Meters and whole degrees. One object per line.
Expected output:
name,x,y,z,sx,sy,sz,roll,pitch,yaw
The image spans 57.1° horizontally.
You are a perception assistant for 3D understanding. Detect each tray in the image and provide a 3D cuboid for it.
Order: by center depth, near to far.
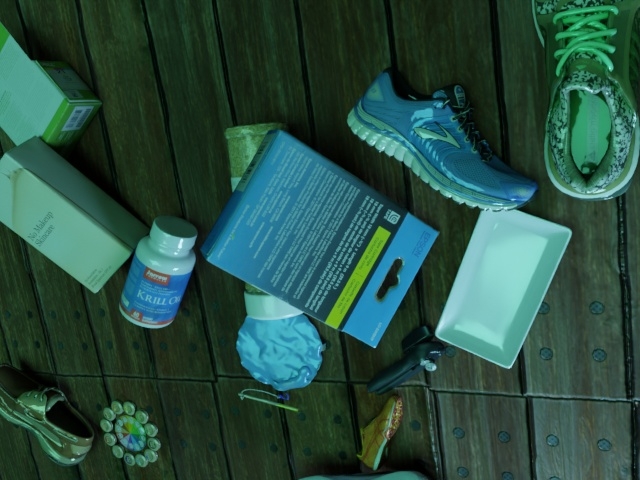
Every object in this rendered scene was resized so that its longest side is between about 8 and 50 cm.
tray,0.307,0.075,1.008,0.145,0.030,0.270,22,111,16

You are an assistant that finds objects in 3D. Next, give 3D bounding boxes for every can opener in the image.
can opener,0.160,0.240,1.110,0.059,0.073,0.186,24,123,-26

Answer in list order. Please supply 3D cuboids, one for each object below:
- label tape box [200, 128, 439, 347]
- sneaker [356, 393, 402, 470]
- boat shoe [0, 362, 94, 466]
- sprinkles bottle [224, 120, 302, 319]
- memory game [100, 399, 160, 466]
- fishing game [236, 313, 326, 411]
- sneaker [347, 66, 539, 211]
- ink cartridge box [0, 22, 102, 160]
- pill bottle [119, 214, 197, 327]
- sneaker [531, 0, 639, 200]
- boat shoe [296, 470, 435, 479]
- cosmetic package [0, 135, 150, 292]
label tape box,0.000,0.000,1.011,0.334,0.106,0.240,31,87,-19
sneaker,0.113,0.373,1.156,0.067,0.064,0.175,28,111,26
boat shoe,-0.705,0.427,1.510,0.324,0.122,0.120,42,111,0
sprinkles bottle,-0.099,-0.036,1.097,0.121,0.121,0.355,-3,99,24
memory game,-0.479,0.485,1.474,0.186,0.012,0.186,6,107,22
fishing game,-0.081,0.218,1.214,0.189,0.041,0.264,7,100,14
sneaker,0.204,-0.166,0.936,0.330,0.130,0.147,35,117,12
ink cartridge box,-0.628,-0.324,1.281,0.255,0.097,0.189,49,117,7
pill bottle,-0.336,0.063,1.236,0.124,0.124,0.221,30,114,14
sneaker,0.374,-0.245,0.808,0.158,0.182,0.410,-6,101,25
boat shoe,0.077,0.529,1.176,0.335,0.119,0.121,-16,62,25
cosmetic package,-0.541,-0.052,1.252,0.309,0.113,0.160,40,118,-14
